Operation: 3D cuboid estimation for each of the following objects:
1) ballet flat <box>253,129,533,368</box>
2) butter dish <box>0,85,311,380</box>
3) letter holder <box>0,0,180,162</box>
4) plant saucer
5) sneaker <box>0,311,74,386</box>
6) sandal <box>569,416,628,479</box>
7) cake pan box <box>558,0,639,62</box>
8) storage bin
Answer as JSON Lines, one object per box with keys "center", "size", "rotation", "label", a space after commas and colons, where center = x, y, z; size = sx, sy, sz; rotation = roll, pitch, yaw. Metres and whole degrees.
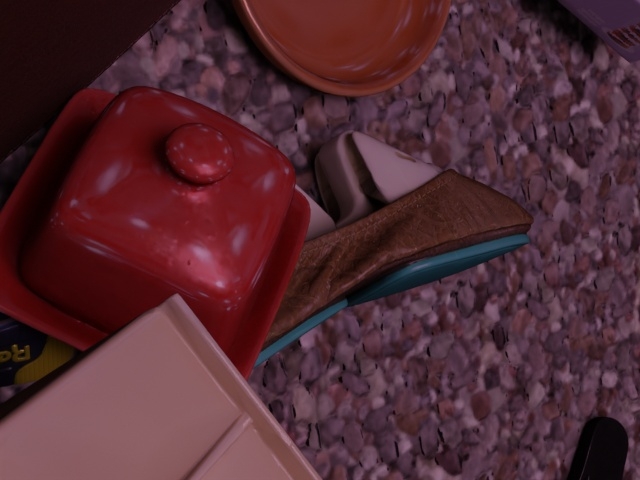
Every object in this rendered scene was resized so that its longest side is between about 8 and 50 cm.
{"center": [0.000, 0.000, 0.803], "size": [0.342, 0.116, 0.124], "rotation": [-23, 86, -32], "label": "ballet flat"}
{"center": [-0.078, -0.019, 0.650], "size": [0.160, 0.118, 0.160], "rotation": [28, 54, -8], "label": "butter dish"}
{"center": [-0.187, -0.149, 0.627], "size": [0.152, 0.214, 0.302], "rotation": [41, 63, 3], "label": "letter holder"}
{"center": [0.009, -0.197, 0.837], "size": [0.200, 0.037, 0.200], "rotation": [-1, 92, -38], "label": "plant saucer"}
{"center": [-0.208, 0.052, 0.660], "size": [0.144, 0.059, 0.053], "rotation": [-4, 124, -28], "label": "sneaker"}
{"center": [0.225, 0.233, 1.013], "size": [0.067, 0.040, 0.179], "rotation": [29, 73, -36], "label": "sandal"}
{"center": [0.208, -0.307, 0.953], "size": [0.267, 0.070, 0.245], "rotation": [28, 62, -36], "label": "cake pan box"}
{"center": [-0.086, 0.186, 0.582], "size": [0.123, 0.262, 0.260], "rotation": [-40, 95, -35], "label": "storage bin"}
